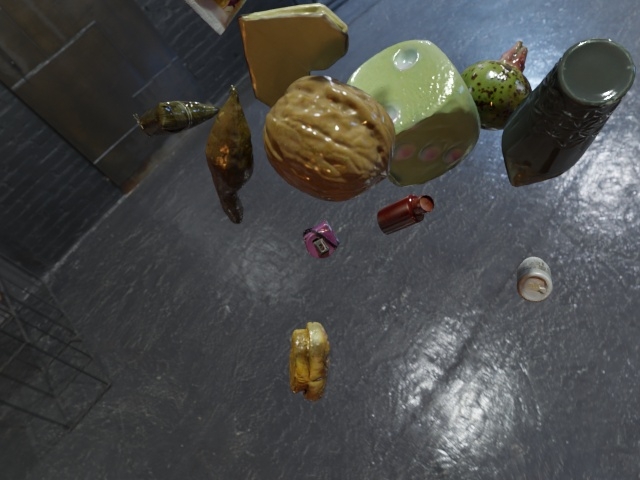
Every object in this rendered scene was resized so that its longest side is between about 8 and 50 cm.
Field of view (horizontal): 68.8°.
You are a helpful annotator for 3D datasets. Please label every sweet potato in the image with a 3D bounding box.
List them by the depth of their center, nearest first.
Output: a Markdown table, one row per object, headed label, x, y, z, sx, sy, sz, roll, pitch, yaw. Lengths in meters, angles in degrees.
| label | x | y | z | sx | sy | sz | roll | pitch | yaw |
| --- | --- | --- | --- | --- | --- | --- | --- | --- | --- |
| sweet potato | -0.144 | -0.110 | 0.748 | 0.075 | 0.269 | 0.075 | 5 | 48 | -5 |

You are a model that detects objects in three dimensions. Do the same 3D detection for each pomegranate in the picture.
| label | x | y | z | sx | sy | sz | roll | pitch | yaw |
| --- | --- | --- | --- | --- | --- | --- | --- | --- | --- |
| pomegranate | 0.493 | -0.430 | 1.292 | 0.214 | 0.214 | 0.248 | 34 | 97 | 46 |

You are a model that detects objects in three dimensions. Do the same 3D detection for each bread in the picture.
| label | x | y | z | sx | sy | sz | roll | pitch | yaw |
| --- | --- | --- | --- | --- | --- | --- | --- | --- | --- |
| bread | -0.035 | 0.380 | 1.489 | 0.120 | 0.236 | 0.198 | 4 | 21 | -7 |

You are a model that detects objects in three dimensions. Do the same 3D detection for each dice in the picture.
| label | x | y | z | sx | sy | sz | roll | pitch | yaw |
| --- | --- | --- | --- | --- | --- | --- | --- | --- | --- |
| dice | 0.217 | -0.299 | 1.127 | 0.250 | 0.252 | 0.254 | -32 | 58 | 11 |

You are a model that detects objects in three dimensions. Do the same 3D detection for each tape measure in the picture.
| label | x | y | z | sx | sy | sz | roll | pitch | yaw |
| --- | --- | --- | --- | --- | --- | --- | --- | --- | --- |
| tape measure | 0.000 | 0.000 | 1.679 | 0.118 | 0.125 | 0.074 | -33 | 15 | 12 |

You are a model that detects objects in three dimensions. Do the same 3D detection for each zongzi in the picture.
| label | x | y | z | sx | sy | sz | roll | pitch | yaw |
| --- | --- | --- | --- | --- | --- | --- | --- | --- | --- |
| zongzi | -0.386 | -0.334 | 1.275 | 0.184 | 0.084 | 0.187 | -21 | 17 | -38 |

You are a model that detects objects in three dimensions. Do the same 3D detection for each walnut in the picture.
| label | x | y | z | sx | sy | sz | roll | pitch | yaw |
| --- | --- | --- | --- | --- | --- | --- | --- | --- | --- |
| walnut | 0.018 | -0.158 | 0.750 | 0.213 | 0.213 | 0.213 | -18 | 46 | 20 |

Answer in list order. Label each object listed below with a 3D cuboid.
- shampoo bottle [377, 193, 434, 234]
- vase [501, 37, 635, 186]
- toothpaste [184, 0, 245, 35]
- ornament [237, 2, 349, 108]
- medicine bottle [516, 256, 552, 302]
| label | x | y | z | sx | sy | sz | roll | pitch | yaw |
| --- | --- | --- | --- | --- | --- | --- | --- | --- | --- |
| shampoo bottle | 0.291 | -0.094 | 1.612 | 0.064 | 0.102 | 0.260 | -13 | -5 | -26 |
| vase | 0.419 | -0.228 | 0.790 | 0.156 | 0.301 | 0.251 | 33 | 92 | 14 |
| toothpaste | -0.086 | -0.474 | 0.737 | 0.058 | 0.056 | 0.314 | 43 | 96 | 8 |
| ornament | -0.065 | -0.335 | 0.814 | 0.201 | 0.180 | 0.059 | -37 | 35 | 38 |
| medicine bottle | 0.533 | 0.092 | 1.167 | 0.079 | 0.079 | 0.140 | -11 | 12 | 26 |
